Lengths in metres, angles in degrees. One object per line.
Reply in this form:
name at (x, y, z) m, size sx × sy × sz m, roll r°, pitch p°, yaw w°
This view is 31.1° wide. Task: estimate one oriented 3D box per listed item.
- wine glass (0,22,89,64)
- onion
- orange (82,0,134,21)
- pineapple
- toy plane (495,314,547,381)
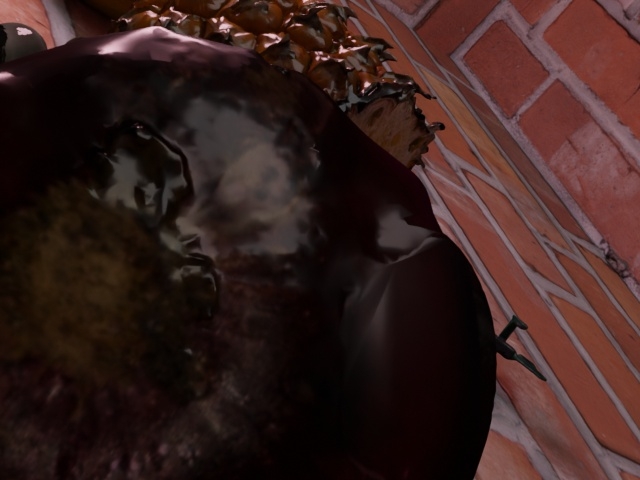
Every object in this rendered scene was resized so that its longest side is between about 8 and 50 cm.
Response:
wine glass at (-0.313, -0.194, 1.253) m, size 0.079 × 0.079 × 0.195 m, roll 47°, pitch 18°, yaw 12°
onion at (-0.128, 0.093, 0.716) m, size 0.398 × 0.398 × 0.420 m, roll 39°, pitch -25°, yaw -11°
orange at (-0.260, -0.439, 1.625) m, size 0.279 × 0.235 × 0.279 m, roll -7°, pitch 90°, yaw -89°
pineapple at (-0.078, -0.101, 1.173) m, size 0.300 × 0.352 × 0.352 m, roll 43°, pitch 16°, yaw 32°
toy plane at (0.169, 0.081, 1.606) m, size 0.381 × 0.106 × 0.155 m, roll 37°, pitch 7°, yaw -2°
